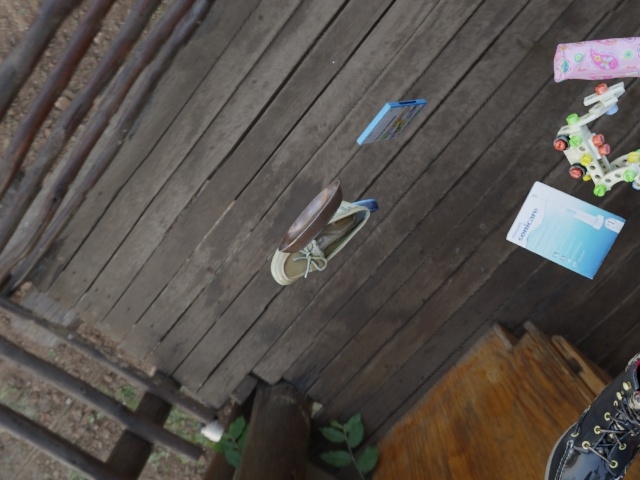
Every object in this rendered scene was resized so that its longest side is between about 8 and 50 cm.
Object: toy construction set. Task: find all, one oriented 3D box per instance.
[{"bbox_3d":[0.792,-0.265,1.587,0.151,0.215,0.327,-32,103,-32],"label":"toy construction set"}]

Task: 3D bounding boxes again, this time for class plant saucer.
[{"bbox_3d":[-0.013,-0.037,1.032,0.029,0.168,0.168,40,104,-12],"label":"plant saucer"}]

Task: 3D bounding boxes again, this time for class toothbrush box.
[{"bbox_3d":[0.799,-0.039,1.876,0.296,0.126,0.216,26,103,14],"label":"toothbrush box"}]

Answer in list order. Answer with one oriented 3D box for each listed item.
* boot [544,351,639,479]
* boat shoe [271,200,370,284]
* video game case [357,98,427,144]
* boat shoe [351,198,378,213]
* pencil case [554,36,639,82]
[{"bbox_3d":[0.605,0.377,1.145,0.377,0.284,0.138,-39,62,-24],"label":"boot"},{"bbox_3d":[0.000,0.000,1.366,0.285,0.089,0.104,-45,117,-23],"label":"boat shoe"},{"bbox_3d":[0.167,-0.276,1.318,0.015,0.166,0.119,53,130,14],"label":"video game case"},{"bbox_3d":[0.062,-0.044,1.711,0.259,0.109,0.088,-24,77,22],"label":"boat shoe"},{"bbox_3d":[0.865,-0.549,1.736,0.285,0.124,0.124,2,108,14],"label":"pencil case"}]
